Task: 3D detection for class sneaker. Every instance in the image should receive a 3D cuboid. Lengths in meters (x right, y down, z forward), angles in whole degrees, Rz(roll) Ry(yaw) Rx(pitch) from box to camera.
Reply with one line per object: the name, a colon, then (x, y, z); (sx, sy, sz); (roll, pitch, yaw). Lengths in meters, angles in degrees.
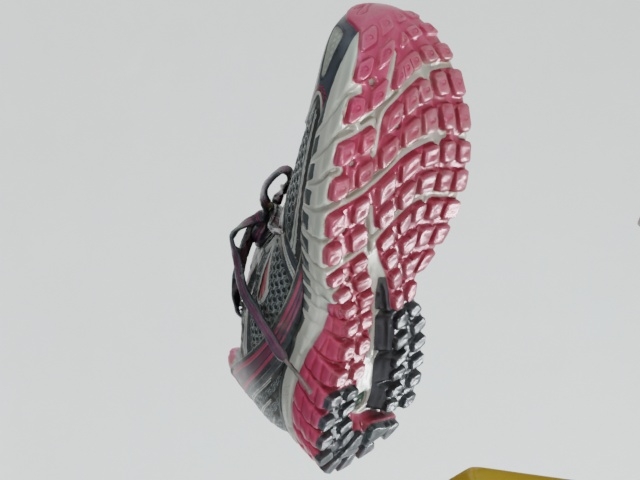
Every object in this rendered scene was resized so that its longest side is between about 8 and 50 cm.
sneaker: (0.000, 0.000, 0.847); (0.112, 0.121, 0.299); (34, -51, 31)

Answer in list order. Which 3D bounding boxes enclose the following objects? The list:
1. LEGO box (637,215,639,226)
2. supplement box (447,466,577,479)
LEGO box: (0.356, -0.179, 0.587); (0.193, 0.372, 0.500); (42, -20, 21)
supplement box: (0.100, 0.210, 0.562); (0.129, 0.191, 0.194); (-38, -126, 33)
